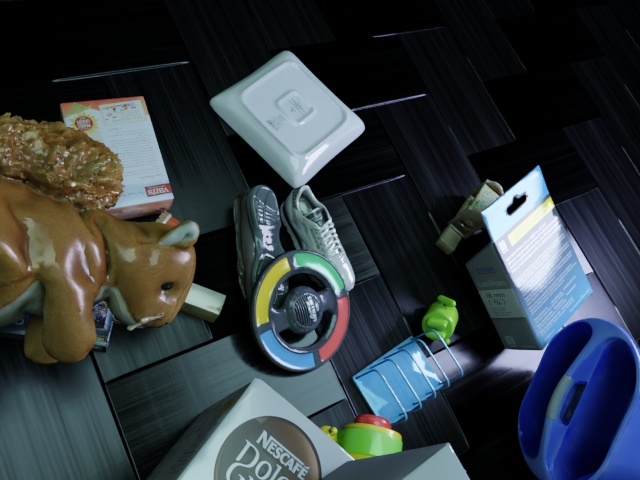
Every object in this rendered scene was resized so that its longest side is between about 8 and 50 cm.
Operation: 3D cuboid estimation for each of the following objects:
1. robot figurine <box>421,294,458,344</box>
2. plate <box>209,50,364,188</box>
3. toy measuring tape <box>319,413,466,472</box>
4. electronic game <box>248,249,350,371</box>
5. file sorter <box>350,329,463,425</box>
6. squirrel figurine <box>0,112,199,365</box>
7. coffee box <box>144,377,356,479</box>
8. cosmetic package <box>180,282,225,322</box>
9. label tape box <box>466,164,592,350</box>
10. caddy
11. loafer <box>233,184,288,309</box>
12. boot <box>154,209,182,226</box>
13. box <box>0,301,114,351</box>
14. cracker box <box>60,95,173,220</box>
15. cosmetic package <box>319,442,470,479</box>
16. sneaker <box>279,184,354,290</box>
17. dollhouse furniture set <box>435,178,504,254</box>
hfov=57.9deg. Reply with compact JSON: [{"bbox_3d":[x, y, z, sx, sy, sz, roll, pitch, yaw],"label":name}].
[{"bbox_3d":[0.251,0.167,1.212,0.067,0.101,0.115,8,16,20],"label":"robot figurine"},{"bbox_3d":[-0.062,-0.292,1.316,0.277,0.045,0.278,45,58,0],"label":"plate"},{"bbox_3d":[0.145,0.394,1.048,0.329,0.121,0.122,21,60,-14],"label":"toy measuring tape"},{"bbox_3d":[-0.034,0.131,1.090,0.229,0.048,0.230,5,83,-38],"label":"electronic game"},{"bbox_3d":[0.172,0.265,1.124,0.170,0.104,0.118,-27,79,-30],"label":"file sorter"},{"bbox_3d":[-0.376,-0.017,0.860,0.370,0.281,0.397,-4,75,-30],"label":"squirrel figurine"},{"bbox_3d":[-0.103,0.442,0.784,0.337,0.338,0.334,41,57,-2],"label":"coffee box"},{"bbox_3d":[-0.236,0.105,1.048,0.115,0.060,0.041,22,61,-11],"label":"cosmetic package"},{"bbox_3d":[0.450,0.038,1.293,0.240,0.105,0.334,-34,102,-32],"label":"label tape box"},{"bbox_3d":[0.525,0.325,1.138,0.179,0.241,0.342,20,95,-20],"label":"caddy"},{"bbox_3d":[-0.123,0.030,1.128,0.096,0.084,0.268,6,77,-50],"label":"loafer"},{"bbox_3d":[-0.294,0.025,1.063,0.084,0.059,0.158,36,57,-11],"label":"boot"},{"bbox_3d":[-0.460,0.089,0.966,0.232,0.044,0.159,13,63,-18],"label":"box"},{"bbox_3d":[-0.387,-0.154,1.097,0.155,0.067,0.232,-12,72,-26],"label":"cracker box"},{"bbox_3d":[0.081,0.345,0.579,0.138,0.224,0.225,-25,79,-33],"label":"cosmetic package"},{"bbox_3d":[0.000,0.000,1.179,0.090,0.095,0.235,-30,84,-33],"label":"sneaker"},{"bbox_3d":[0.392,-0.020,1.352,0.161,0.101,0.182,40,58,-2],"label":"dollhouse furniture set"}]
